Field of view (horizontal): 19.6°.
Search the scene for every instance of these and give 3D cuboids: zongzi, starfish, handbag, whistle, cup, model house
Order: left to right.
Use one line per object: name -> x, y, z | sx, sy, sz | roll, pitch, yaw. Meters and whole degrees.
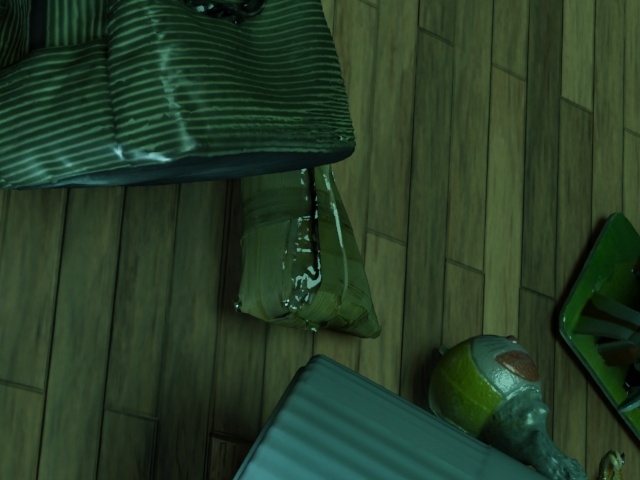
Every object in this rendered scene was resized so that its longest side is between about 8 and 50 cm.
handbag -> -0.139, -0.164, 1.580 | 0.341, 0.247, 0.240 | -9, 89, -58
zongzi -> 0.000, 0.000, 1.796 | 0.197, 0.099, 0.194 | 18, 68, -53
cup -> 0.077, 0.253, 1.621 | 0.311, 0.257, 0.331 | 30, 44, 1
whistle -> 0.196, 0.171, 1.884 | 0.123, 0.223, 0.123 | -26, 140, -24
starfish -> 0.304, 0.342, 2.003 | 0.231, 0.048, 0.295 | 67, 31, -56
model house -> 0.465, 0.149, 2.061 | 0.300, 0.324, 0.340 | 51, 49, -23
